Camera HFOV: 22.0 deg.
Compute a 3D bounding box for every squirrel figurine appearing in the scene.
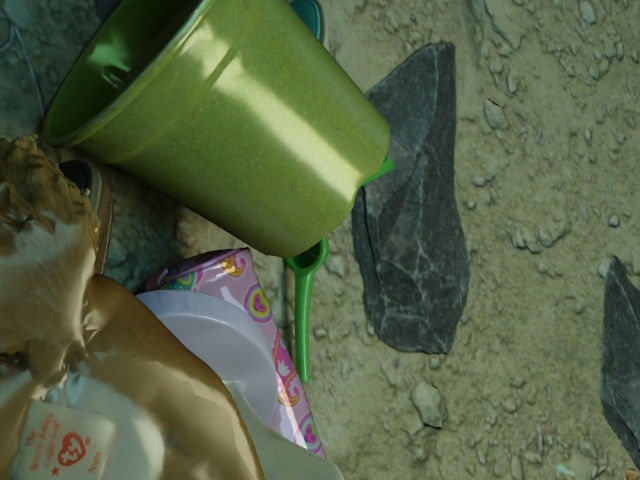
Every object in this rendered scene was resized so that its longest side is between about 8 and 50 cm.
[{"bbox_3d":[-0.284,0.091,1.232,0.281,0.370,0.397,-27,111,-32],"label":"squirrel figurine"}]

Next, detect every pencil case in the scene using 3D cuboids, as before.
[{"bbox_3d":[-0.080,0.150,1.629,0.124,0.124,0.284,-23,95,-44],"label":"pencil case"}]

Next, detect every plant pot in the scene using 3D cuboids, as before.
[{"bbox_3d":[-0.081,-0.124,1.579,0.254,0.276,0.276,40,54,-21],"label":"plant pot"}]

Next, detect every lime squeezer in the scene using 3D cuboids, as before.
[{"bbox_3d":[0.000,0.000,1.801,0.110,0.059,0.310,68,35,-49],"label":"lime squeezer"}]

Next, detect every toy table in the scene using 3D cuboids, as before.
[{"bbox_3d":[-0.116,0.181,1.427,0.274,0.252,0.160,59,15,-56],"label":"toy table"}]

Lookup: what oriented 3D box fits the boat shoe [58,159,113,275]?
[{"bbox_3d":[-0.251,0.082,1.501,0.104,0.111,0.307,33,72,-45],"label":"boat shoe"}]

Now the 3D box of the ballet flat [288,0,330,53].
[{"bbox_3d":[-0.034,-0.146,1.791,0.086,0.086,0.248,33,60,-32],"label":"ballet flat"}]
